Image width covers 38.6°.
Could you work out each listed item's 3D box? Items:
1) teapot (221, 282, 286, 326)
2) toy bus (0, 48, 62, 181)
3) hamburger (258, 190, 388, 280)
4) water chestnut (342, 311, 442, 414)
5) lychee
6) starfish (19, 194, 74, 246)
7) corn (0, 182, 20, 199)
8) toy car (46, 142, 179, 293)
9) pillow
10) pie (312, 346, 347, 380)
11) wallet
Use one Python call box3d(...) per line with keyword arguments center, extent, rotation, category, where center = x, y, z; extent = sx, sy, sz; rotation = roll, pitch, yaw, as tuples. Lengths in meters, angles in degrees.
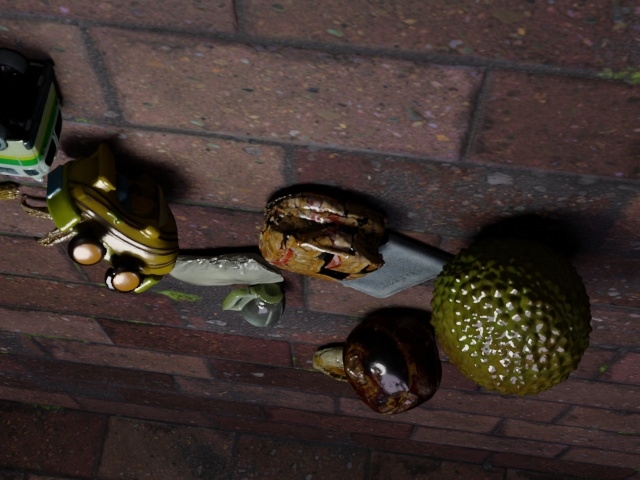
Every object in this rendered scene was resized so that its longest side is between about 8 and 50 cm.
box3d(center=(-0.123, 0.124, 1.842), extent=(0.124, 0.092, 0.091), rotation=(-30, 164, -32), category="teapot")
box3d(center=(-0.498, -0.170, 1.243), extent=(0.276, 0.134, 0.165), rotation=(7, 157, 3), category="toy bus")
box3d(center=(0.000, 0.000, 1.519), extent=(0.231, 0.107, 0.231), rotation=(5, 164, 2), category="hamburger")
box3d(center=(0.161, 0.255, 1.949), extent=(0.223, 0.238, 0.224), rotation=(21, 126, 32), category="water chestnut")
box3d(center=(0.314, 0.125, 1.502), extent=(0.270, 0.270, 0.320), rotation=(-5, 165, 29), category="lychee")
box3d(center=(-0.428, -0.035, 1.644), extent=(0.238, 0.057, 0.213), rotation=(-6, 150, 20), category="starfish")
box3d(center=(-0.561, -0.085, 1.602), extent=(0.083, 0.027, 0.028), rotation=(0, 139, 24), category="corn")
box3d(center=(-0.311, -0.040, 1.448), extent=(0.142, 0.200, 0.248), rotation=(-32, 134, 15), category="toy car")
box3d(center=(-0.194, 0.058, 1.780), extent=(0.229, 0.051, 0.128), rotation=(-1, 156, 24), category="pillow")
box3d(center=(0.102, 0.314, 2.278), extent=(0.274, 0.055, 0.274), rotation=(7, 162, 2), category="pie")
box3d(center=(0.119, 0.049, 1.672), extent=(0.167, 0.036, 0.222), rotation=(22, 153, -29), category="wallet")
